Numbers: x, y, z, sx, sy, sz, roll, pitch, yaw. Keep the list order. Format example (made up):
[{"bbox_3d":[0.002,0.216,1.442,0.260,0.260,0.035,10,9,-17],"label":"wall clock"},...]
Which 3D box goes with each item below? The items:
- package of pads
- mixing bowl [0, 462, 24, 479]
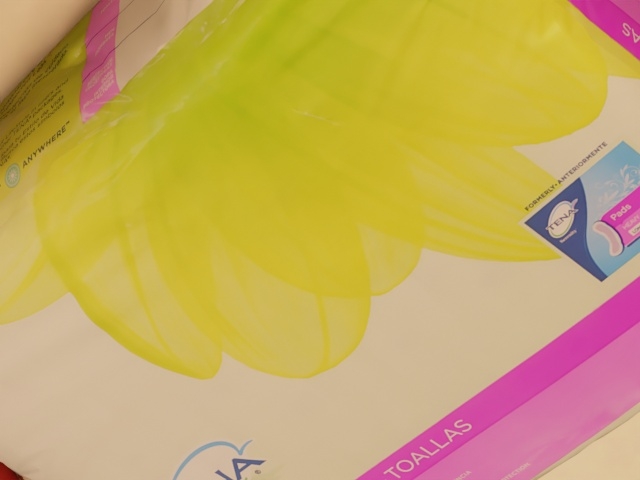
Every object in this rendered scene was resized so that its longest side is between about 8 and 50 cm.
[{"bbox_3d":[0.000,0.000,0.621,0.229,0.101,0.296,35,123,-23],"label":"package of pads"},{"bbox_3d":[-0.175,0.118,0.684,0.181,0.098,0.181,22,133,26],"label":"mixing bowl"}]
